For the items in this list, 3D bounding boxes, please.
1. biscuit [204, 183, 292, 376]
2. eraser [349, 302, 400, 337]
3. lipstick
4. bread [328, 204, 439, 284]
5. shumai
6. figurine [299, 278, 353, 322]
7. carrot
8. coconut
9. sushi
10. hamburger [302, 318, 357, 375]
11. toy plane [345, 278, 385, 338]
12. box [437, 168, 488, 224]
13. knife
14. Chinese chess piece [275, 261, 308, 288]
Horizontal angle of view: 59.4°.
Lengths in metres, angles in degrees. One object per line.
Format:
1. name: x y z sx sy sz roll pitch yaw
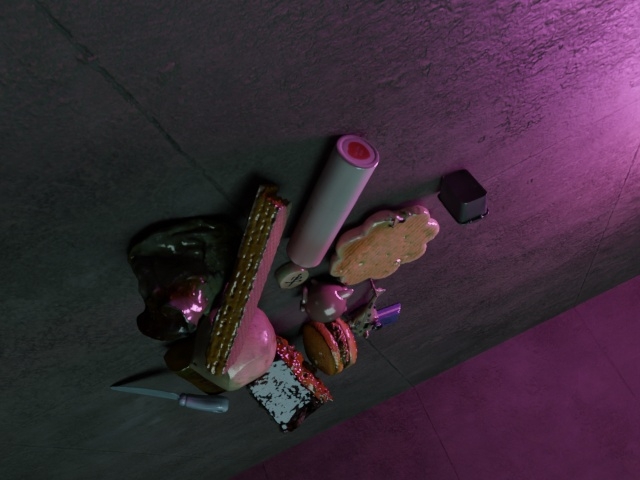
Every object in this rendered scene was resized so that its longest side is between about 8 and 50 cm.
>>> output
1. biscuit: -0.140 0.078 1.074 0.094 0.054 0.378 -31 141 -76
2. eraser: 0.176 0.278 1.918 0.225 0.036 0.082 -17 150 -14
3. lipstick: 0.016 -0.067 1.135 0.087 0.087 0.327 -9 149 -28
4. bread: 0.158 0.012 1.426 0.316 0.054 0.316 -20 151 -12
5. shumai: -0.233 0.093 1.093 0.272 0.203 0.222 -7 149 -38
6. figurine: 0.013 0.159 1.505 0.138 0.125 0.125 -3 148 -8
7. carrot: -0.328 0.357 1.568 0.114 0.114 0.302 -25 149 0
8. coconut: -0.224 0.264 1.399 0.224 0.224 0.224 -19 152 -11
9. sushi: -0.131 0.402 1.691 0.207 0.234 0.348 -36 125 -5
10. hamburger: 0.033 0.311 1.718 0.118 0.182 0.191 -29 149 -28
11. toy plane: 0.144 0.221 1.745 0.108 0.092 0.286 -2 143 -20
12. box: 0.333 -0.104 1.305 0.084 0.122 0.069 -22 140 -10
13. knife: -0.420 0.438 1.578 0.331 0.044 0.080 15 151 -15
14. Chinese chess piece: -0.070 0.086 1.387 0.084 0.034 0.084 -20 151 -12
